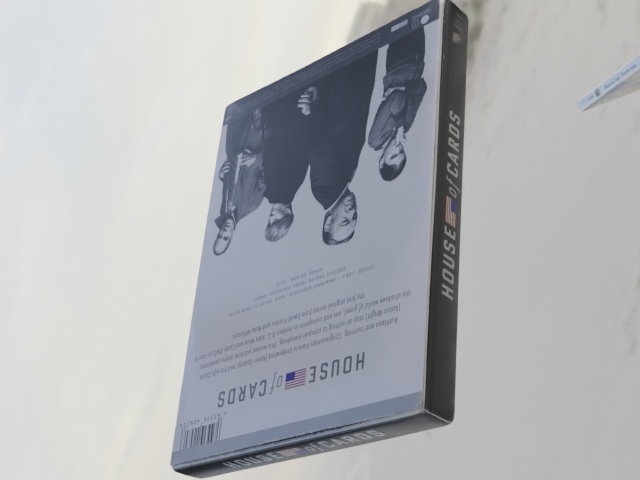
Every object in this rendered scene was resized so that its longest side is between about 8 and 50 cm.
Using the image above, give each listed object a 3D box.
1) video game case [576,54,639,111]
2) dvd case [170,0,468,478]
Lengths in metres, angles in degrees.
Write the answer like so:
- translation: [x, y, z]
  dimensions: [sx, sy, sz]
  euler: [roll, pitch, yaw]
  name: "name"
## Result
- translation: [0.435, -0.227, 1.617]
  dimensions: [0.157, 0.019, 0.143]
  euler: [-22, -10, -32]
  name: "video game case"
- translation: [0.000, 0.000, 0.663]
  dimensions: [0.179, 0.029, 0.239]
  euler: [-20, 53, 40]
  name: "dvd case"
